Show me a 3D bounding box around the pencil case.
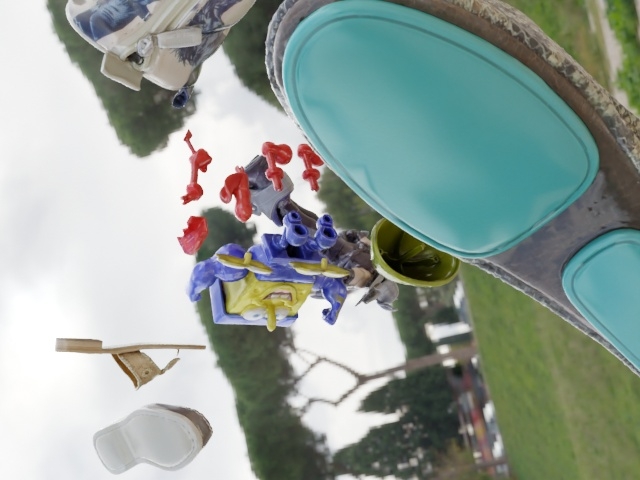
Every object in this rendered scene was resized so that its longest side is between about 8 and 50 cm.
[{"bbox_3d":[-0.076,-0.327,0.984,0.160,0.410,0.183,28,-155,-36],"label":"pencil case"}]

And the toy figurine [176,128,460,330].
[{"bbox_3d":[-0.040,0.021,1.230,0.362,0.217,0.191,4,-127,-32],"label":"toy figurine"}]

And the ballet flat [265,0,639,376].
[{"bbox_3d":[0.169,-0.040,0.694,0.483,0.164,0.182,34,-142,-19],"label":"ballet flat"}]

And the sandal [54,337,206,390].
[{"bbox_3d":[-0.304,0.199,1.610,0.088,0.240,0.079,171,104,-66],"label":"sandal"}]

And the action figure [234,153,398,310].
[{"bbox_3d":[0.000,0.000,1.374,0.285,0.099,0.185,41,-167,-4],"label":"action figure"}]

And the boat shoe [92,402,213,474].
[{"bbox_3d":[-0.271,0.326,1.707,0.096,0.324,0.116,-25,-90,-41],"label":"boat shoe"}]
